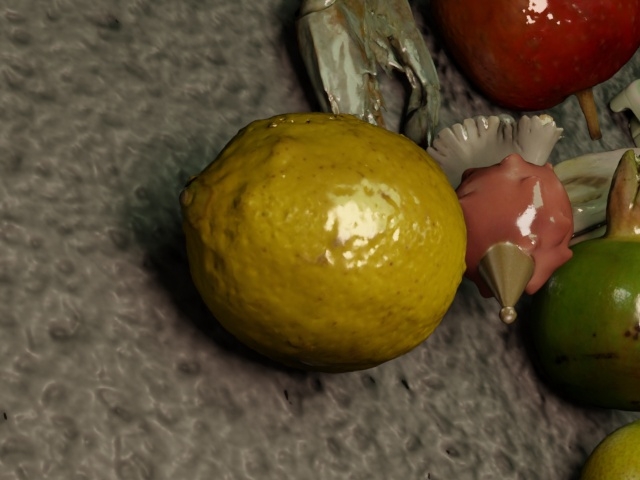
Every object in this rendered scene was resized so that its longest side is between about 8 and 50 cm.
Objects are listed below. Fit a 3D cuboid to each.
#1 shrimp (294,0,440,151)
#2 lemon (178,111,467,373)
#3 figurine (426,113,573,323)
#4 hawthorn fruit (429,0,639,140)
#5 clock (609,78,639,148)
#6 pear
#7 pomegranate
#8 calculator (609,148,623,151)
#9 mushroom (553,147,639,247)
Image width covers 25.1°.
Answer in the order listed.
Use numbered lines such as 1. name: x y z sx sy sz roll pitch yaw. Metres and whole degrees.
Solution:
1. shrimp: 0.067 -0.192 1.730 0.247 0.085 0.360 27 50 -39
2. lemon: 0.000 0.000 1.382 0.310 0.253 0.253 14 50 -27
3. figurine: 0.210 -0.027 1.603 0.166 0.207 0.387 46 16 -23
4. hawthorn fruit: 0.307 -0.287 1.918 0.287 0.287 0.330 -21 88 -50
5. clock: 0.527 -0.156 2.150 0.151 0.062 0.191 -13 68 -48
6. pear: 0.352 0.299 1.551 0.180 0.166 0.216 36 80 -21
7. pomegranate: 0.356 0.047 1.643 0.236 0.236 0.301 -5 100 -45
8. calculator: 0.453 -0.054 2.018 0.100 0.032 0.175 -7 64 -45
9. mushroom: 0.364 -0.007 1.841 0.236 0.173 0.162 -22 116 -14
